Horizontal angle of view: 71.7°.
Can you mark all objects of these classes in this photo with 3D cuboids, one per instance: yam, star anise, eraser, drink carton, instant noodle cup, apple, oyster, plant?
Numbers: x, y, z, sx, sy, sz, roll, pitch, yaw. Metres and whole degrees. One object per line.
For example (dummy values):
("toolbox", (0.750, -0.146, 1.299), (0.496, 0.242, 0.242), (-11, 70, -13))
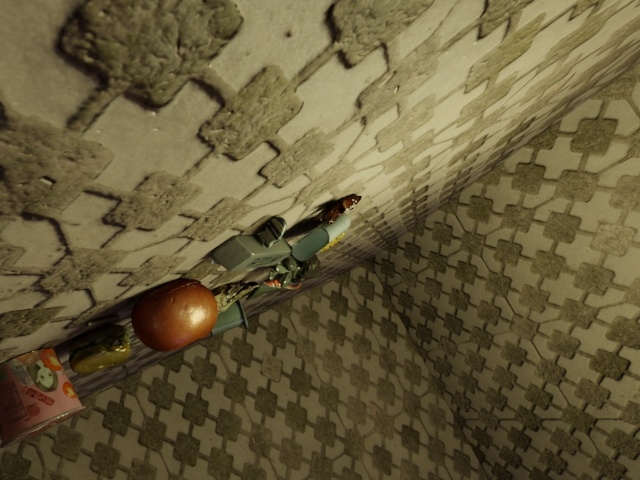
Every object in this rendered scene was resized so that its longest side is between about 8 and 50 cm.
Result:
("yam", (-0.702, 0.259, 1.431), (0.021, 0.021, 0.116), (-33, 168, 26))
("star anise", (0.048, -0.102, 1.555), (0.156, 0.054, 0.212), (-20, -164, 33))
("eraser", (0.007, -0.018, 1.653), (0.174, 0.081, 0.227), (-34, -179, 29))
("drink carton", (-0.478, 0.384, 2.235), (0.189, 0.191, 0.185), (-17, 169, -21))
("instant noodle cup", (-0.915, 0.491, 1.413), (0.242, 0.231, 0.243), (-27, 169, -5))
("apple", (-0.483, 0.254, 1.483), (0.251, 0.207, 0.271), (-30, 172, 26))
("eraser", (-0.215, 0.040, 1.491), (0.111, 0.077, 0.352), (-31, 169, 20))
("oyster", (-0.399, 0.242, 1.951), (0.275, 0.100, 0.271), (-39, 175, -14))
("plant", (-0.126, 0.123, 1.981), (0.274, 0.146, 0.149), (-12, 141, -54))

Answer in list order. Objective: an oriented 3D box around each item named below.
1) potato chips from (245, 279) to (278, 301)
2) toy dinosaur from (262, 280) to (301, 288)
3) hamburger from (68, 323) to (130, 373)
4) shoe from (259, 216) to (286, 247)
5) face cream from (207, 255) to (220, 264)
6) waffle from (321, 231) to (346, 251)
("potato chips", (-0.305, 0.265, 2.437), (0.228, 0.059, 0.167), (-36, 158, 35))
("toy dinosaur", (-0.206, 0.217, 2.337), (0.279, 0.102, 0.055), (-3, 166, -44))
("hamburger", (-0.778, 0.379, 1.551), (0.215, 0.122, 0.189), (-22, 162, -15))
("shoe", (-0.139, -0.030, 1.396), (0.071, 0.064, 0.143), (-34, 172, -38))
("face cream", (-0.319, 0.060, 1.434), (0.034, 0.034, 0.130), (-32, 170, 19))
("waffle", (0.000, 0.000, 1.906), (0.197, 0.070, 0.193), (-22, 169, -20))
